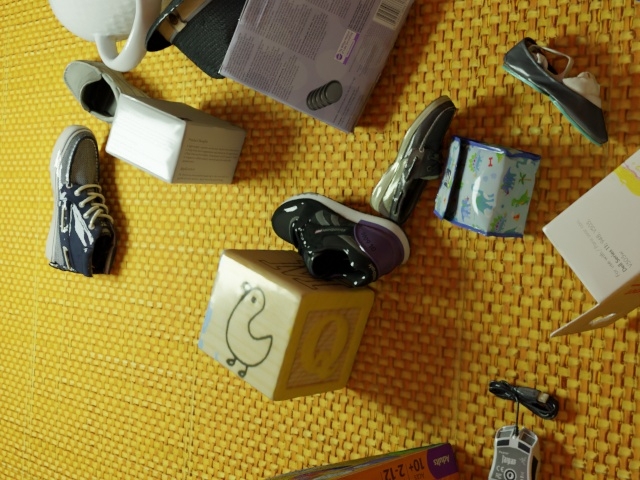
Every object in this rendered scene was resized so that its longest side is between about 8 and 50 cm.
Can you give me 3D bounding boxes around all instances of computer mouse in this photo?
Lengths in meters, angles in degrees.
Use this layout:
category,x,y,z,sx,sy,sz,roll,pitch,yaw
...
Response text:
category,x,y,z,sx,sy,sz,roll,pitch,yaw
computer mouse,0.283,0.304,1.175,0.106,0.042,0.193,7,88,36

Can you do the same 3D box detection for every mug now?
category,x,y,z,sx,sy,sz,roll,pitch,yaw
mug,-0.393,-0.514,1.612,0.328,0.276,0.374,-34,60,44

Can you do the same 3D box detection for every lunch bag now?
category,x,y,z,sx,sy,sz,roll,pitch,yaw
lunch bag,0.232,-0.082,1.200,0.151,0.096,0.128,29,110,54

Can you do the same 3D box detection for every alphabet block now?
category,x,y,z,sx,sy,sz,roll,pitch,yaw
alphabet block,-0.058,0.134,1.369,0.197,0.193,0.192,25,107,38

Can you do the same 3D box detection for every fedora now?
category,x,y,z,sx,sy,sz,roll,pitch,yaw
fedora,-0.153,-0.401,1.463,0.334,0.334,0.152,-31,102,35

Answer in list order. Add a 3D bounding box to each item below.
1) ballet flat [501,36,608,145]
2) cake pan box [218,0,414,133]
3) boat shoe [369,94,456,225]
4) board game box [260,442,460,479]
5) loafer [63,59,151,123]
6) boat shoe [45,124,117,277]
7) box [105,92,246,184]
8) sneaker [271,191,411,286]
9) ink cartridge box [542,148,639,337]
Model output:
category,x,y,z,sx,sy,sz,roll,pitch,yaw
ballet flat,0.336,-0.216,1.127,0.203,0.074,0.074,51,119,32
cake pan box,-0.005,-0.344,1.327,0.070,0.246,0.266,-90,23,-69
boat shoe,0.158,-0.120,1.272,0.073,0.080,0.223,44,123,22
board game box,0.000,0.530,1.199,0.357,0.356,0.356,-23,74,38
loafer,-0.486,-0.330,1.797,0.319,0.111,0.112,30,107,37
boat shoe,-0.517,-0.079,1.825,0.158,0.127,0.340,19,109,32
box,-0.274,-0.191,1.553,0.182,0.181,0.119,26,106,28
sneaker,0.000,0.000,1.345,0.283,0.124,0.107,14,128,41
ink cartridge box,0.411,-0.033,0.964,0.353,0.207,0.119,-45,63,30
